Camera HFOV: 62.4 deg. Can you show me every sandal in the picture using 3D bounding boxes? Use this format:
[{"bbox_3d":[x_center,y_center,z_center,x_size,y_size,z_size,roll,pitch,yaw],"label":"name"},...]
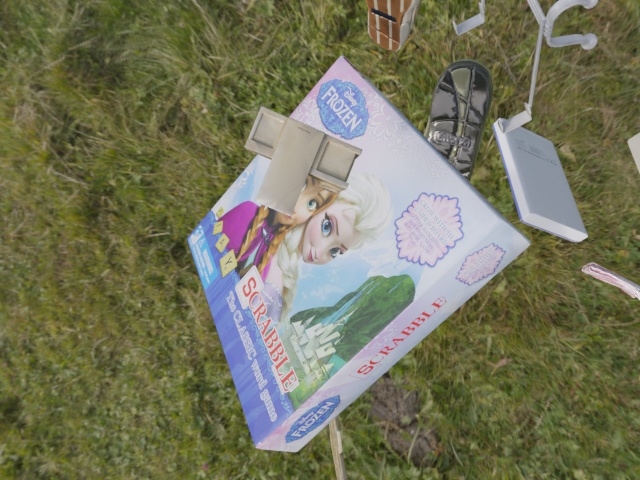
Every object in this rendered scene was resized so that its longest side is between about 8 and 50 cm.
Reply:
[{"bbox_3d":[0.231,-0.179,0.936,0.120,0.086,0.303,22,135,7],"label":"sandal"}]

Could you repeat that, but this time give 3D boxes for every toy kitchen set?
[{"bbox_3d":[-0.021,-0.054,0.430,0.083,0.075,0.068,23,90,-5],"label":"toy kitchen set"}]

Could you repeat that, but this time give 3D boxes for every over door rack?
[{"bbox_3d":[0.307,-0.351,0.808,0.108,0.324,0.240,-18,74,2],"label":"over door rack"}]

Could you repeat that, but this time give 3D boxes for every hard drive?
[{"bbox_3d":[0.566,-0.161,1.374,0.040,0.210,0.319,-45,37,46],"label":"hard drive"}]

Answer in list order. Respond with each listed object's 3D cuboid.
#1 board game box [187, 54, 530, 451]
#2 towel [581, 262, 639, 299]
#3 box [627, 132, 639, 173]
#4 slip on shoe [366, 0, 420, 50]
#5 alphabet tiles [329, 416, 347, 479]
[{"bbox_3d":[0.000,0.000,0.583,0.318,0.065,0.319,-47,46,17],"label":"board game box"},{"bbox_3d":[0.738,0.104,1.338,0.144,0.197,0.029,32,97,21],"label":"towel"},{"bbox_3d":[0.617,-0.072,0.870,0.094,0.113,0.275,-42,39,48],"label":"box"},{"bbox_3d":[0.067,-0.212,0.449,0.051,0.135,0.041,30,86,11],"label":"slip on shoe"},{"bbox_3d":[0.029,0.397,1.067,0.011,0.343,0.285,-8,119,-3],"label":"alphabet tiles"}]
